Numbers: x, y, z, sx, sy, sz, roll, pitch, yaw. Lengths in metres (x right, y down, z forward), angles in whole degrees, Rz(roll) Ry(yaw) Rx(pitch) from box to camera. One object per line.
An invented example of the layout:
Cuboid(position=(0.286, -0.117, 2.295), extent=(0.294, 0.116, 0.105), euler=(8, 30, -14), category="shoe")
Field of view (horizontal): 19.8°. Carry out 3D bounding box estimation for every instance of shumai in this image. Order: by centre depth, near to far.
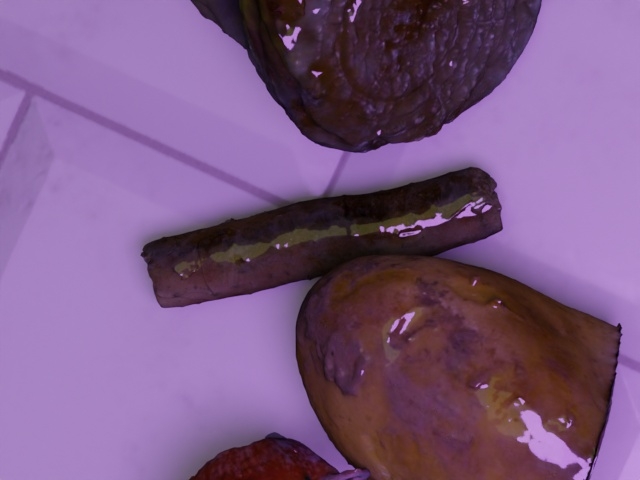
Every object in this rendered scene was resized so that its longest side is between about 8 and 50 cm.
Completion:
Cuboid(position=(0.008, -0.252, 1.548), extent=(0.263, 0.304, 0.309), euler=(31, 109, 40), category="shumai")

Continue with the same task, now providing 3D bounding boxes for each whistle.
Cuboid(position=(-0.102, 0.258, 1.542), extent=(0.346, 0.142, 0.134), euler=(-27, 89, 25), category="whistle")

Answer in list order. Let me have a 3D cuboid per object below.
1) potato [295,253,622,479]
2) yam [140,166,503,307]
Cuboid(position=(0.100, 0.118, 1.496), extent=(0.266, 0.229, 0.229), euler=(21, 91, 8), category="potato")
Cuboid(position=(0.000, 0.000, 1.581), extent=(0.317, 0.067, 0.071), euler=(-13, 114, 7), category="yam")
